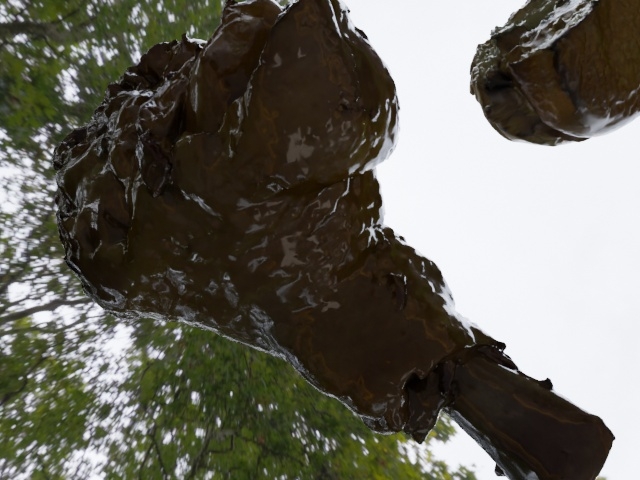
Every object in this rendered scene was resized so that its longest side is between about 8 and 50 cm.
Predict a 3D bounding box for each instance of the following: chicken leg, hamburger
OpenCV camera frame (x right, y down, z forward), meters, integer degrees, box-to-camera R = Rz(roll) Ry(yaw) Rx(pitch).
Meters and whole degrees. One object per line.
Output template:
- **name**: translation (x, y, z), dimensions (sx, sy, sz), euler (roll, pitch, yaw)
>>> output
- **chicken leg**: translation (0.000, 0.000, 0.490), dimensions (0.409, 0.295, 0.182), euler (39, -131, 16)
- **hamburger**: translation (0.255, -0.179, 0.784), dimensions (0.283, 0.144, 0.157), euler (-42, -57, -22)
